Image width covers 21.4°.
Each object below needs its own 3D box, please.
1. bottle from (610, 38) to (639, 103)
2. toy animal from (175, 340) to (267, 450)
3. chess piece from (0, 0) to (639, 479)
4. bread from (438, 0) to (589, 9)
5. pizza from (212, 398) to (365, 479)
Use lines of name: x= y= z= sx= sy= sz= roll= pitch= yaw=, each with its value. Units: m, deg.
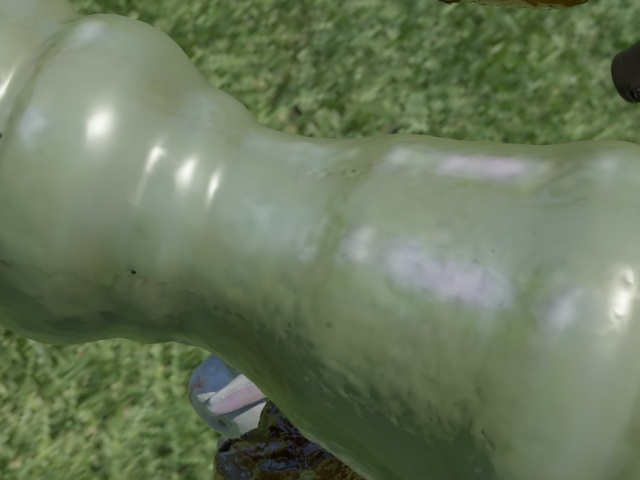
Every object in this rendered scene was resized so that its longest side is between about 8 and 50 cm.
bottle: x=0.307 y=-0.157 z=1.335 sx=0.060 sy=0.164 sz=0.060 roll=32 pitch=45 yaw=-40
toy animal: x=-0.079 y=0.135 z=1.679 sx=0.138 sy=0.282 sz=0.140 roll=7 pitch=33 yaw=-24
chess piece: x=-0.016 y=0.006 z=0.812 sx=0.442 sy=0.234 sz=0.234 roll=22 pitch=45 yaw=6
bread: x=0.134 y=-0.206 z=0.827 sx=0.139 sy=0.240 sz=0.240 roll=62 pitch=39 yaw=-22
pizza: x=0.018 y=0.104 z=1.018 sx=0.069 sy=0.194 sz=0.154 roll=49 pitch=-6 yaw=28
